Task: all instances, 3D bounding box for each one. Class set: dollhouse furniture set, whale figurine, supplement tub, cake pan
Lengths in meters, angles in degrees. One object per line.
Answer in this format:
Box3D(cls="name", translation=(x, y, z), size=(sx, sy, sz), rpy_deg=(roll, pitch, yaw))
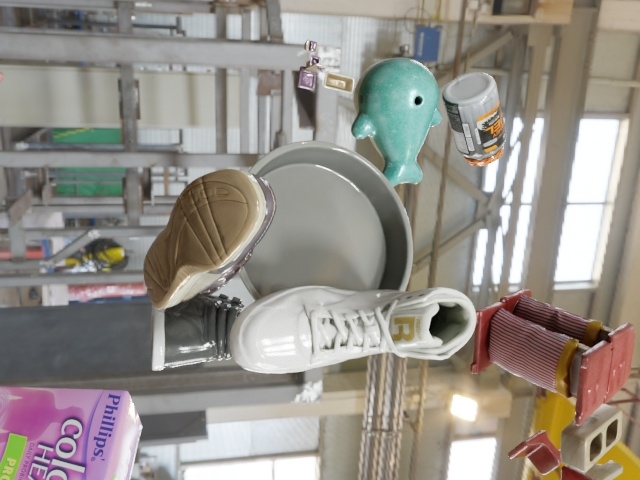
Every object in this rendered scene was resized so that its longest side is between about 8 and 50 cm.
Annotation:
Box3D(cls="dollhouse furniture set", translation=(0.374, 0.290, 1.040), size=(0.201, 0.152, 0.374), rpy_deg=(18, -61, 47))
Box3D(cls="whale figurine", translation=(0.171, -0.242, 1.313), size=(0.141, 0.216, 0.271), rpy_deg=(-155, -124, -63))
Box3D(cls="dollhouse furniture set", translation=(0.027, -0.334, 1.213), size=(0.081, 0.114, 0.091), rpy_deg=(-165, -96, -65))
Box3D(cls="supplement tub", translation=(0.345, -0.264, 1.395), size=(0.117, 0.117, 0.190), rpy_deg=(-104, 169, -46))
Box3D(cls="cake pan", translation=(0.000, 0.000, 0.922), size=(0.054, 0.293, 0.293), rpy_deg=(-27, -116, 60))

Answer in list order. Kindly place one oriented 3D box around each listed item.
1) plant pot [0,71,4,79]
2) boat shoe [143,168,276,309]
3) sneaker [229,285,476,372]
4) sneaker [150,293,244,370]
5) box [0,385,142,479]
Box3D(cls="plant pot", translation=(-0.672, -0.216, 0.964), size=(0.275, 0.243, 0.275), rpy_deg=(-37, -146, 31))
Box3D(cls="boat shoe", translation=(-0.126, 0.000, 0.754), size=(0.285, 0.092, 0.102), rpy_deg=(-41, -111, 45))
Box3D(cls="sneaker", translation=(0.052, 0.099, 0.758), size=(0.169, 0.293, 0.108), rpy_deg=(-13, -96, 56))
Box3D(cls="sneaker", translation=(-0.207, 0.105, 1.061), size=(0.295, 0.147, 0.104), rpy_deg=(-109, -153, -54))
Box3D(cls="box", translation=(-0.380, 0.311, 0.809), size=(0.117, 0.243, 0.213), rpy_deg=(94, -2, -48))
